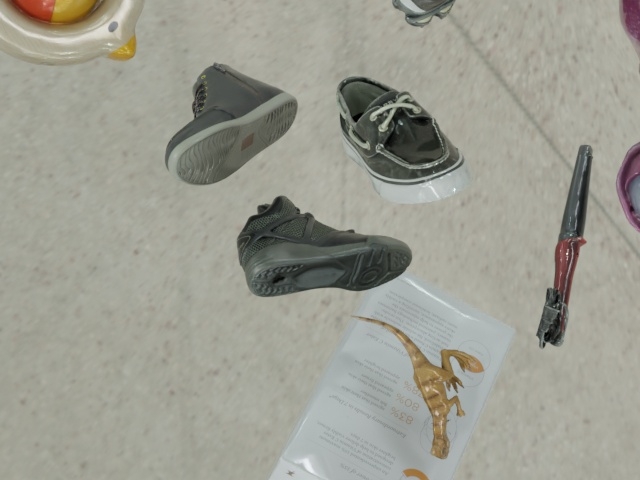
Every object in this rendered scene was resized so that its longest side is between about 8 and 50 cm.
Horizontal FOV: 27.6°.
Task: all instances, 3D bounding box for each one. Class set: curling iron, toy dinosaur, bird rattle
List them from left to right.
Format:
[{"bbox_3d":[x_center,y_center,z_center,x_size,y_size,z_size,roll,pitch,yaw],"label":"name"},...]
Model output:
[{"bbox_3d":[-0.224,-0.248,1.060,0.143,0.253,0.207,-7,81,54],"label":"bird rattle"},{"bbox_3d":[0.136,0.167,1.641,0.064,0.112,0.211,-34,77,45],"label":"toy dinosaur"},{"bbox_3d":[0.300,0.004,1.552,0.035,0.068,0.274,14,64,8],"label":"curling iron"}]

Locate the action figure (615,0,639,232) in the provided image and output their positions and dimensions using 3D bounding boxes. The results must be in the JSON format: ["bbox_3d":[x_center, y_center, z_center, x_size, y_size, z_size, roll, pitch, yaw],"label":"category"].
[{"bbox_3d":[0.255,-0.116,0.888,0.248,0.276,0.370,-19,117,-17],"label":"action figure"}]

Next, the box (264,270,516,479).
[{"bbox_3d":[0.092,0.238,1.785,0.215,0.345,0.168,29,147,2],"label":"box"}]

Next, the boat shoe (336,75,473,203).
[{"bbox_3d":[0.063,-0.094,1.158,0.078,0.219,0.070,-24,117,-12],"label":"boat shoe"}]

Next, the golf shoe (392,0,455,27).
[{"bbox_3d":[0.172,-0.335,1.542,0.077,0.094,0.198,42,71,18],"label":"golf shoe"}]

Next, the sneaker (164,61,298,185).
[{"bbox_3d":[-0.138,-0.142,1.584,0.118,0.222,0.083,31,127,23],"label":"sneaker"}]

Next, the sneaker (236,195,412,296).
[{"bbox_3d":[0.000,0.000,1.611,0.227,0.130,0.087,-4,136,-23],"label":"sneaker"}]
